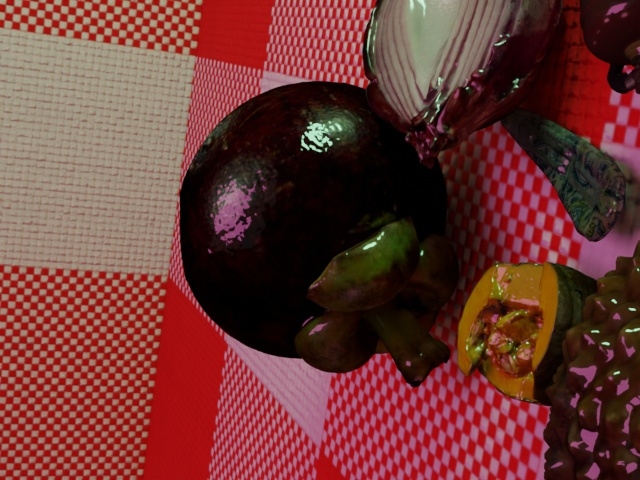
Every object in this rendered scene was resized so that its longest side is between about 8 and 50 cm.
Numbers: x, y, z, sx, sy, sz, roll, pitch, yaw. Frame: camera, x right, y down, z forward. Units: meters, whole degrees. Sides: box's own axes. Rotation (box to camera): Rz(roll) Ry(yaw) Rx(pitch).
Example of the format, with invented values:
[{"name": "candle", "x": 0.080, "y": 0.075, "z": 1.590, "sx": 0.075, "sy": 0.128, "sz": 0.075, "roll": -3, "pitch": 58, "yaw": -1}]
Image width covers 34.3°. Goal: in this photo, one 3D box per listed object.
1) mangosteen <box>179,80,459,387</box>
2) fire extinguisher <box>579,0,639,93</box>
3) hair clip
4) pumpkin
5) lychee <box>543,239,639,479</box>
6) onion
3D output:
[{"name": "mangosteen", "x": -0.004, "y": -0.009, "z": 1.119, "sx": 0.330, "sy": 0.330, "sz": 0.330, "roll": -175, "pitch": 90, "yaw": -68}, {"name": "fire extinguisher", "x": 0.250, "y": -0.251, "z": 0.788, "sx": 0.141, "sy": 0.105, "sz": 0.341, "roll": 137, "pitch": 136, "yaw": -62}, {"name": "hair clip", "x": 0.217, "y": -0.067, "z": 0.926, "sx": 0.229, "sy": 0.036, "sz": 0.066, "roll": -115, "pitch": 37, "yaw": -58}, {"name": "pumpkin", "x": 0.194, "y": 0.081, "z": 0.864, "sx": 0.183, "sy": 0.108, "sz": 0.119, "roll": -172, "pitch": 94, "yaw": -76}, {"name": "lychee", "x": 0.240, "y": 0.117, "z": 0.548, "sx": 0.267, "sy": 0.267, "sz": 0.267, "roll": -175, "pitch": 90, "yaw": -68}, {"name": "onion", "x": 0.142, "y": -0.178, "z": 0.993, "sx": 0.227, "sy": 0.120, "sz": 0.283, "roll": -25, "pitch": 47, "yaw": 50}]
